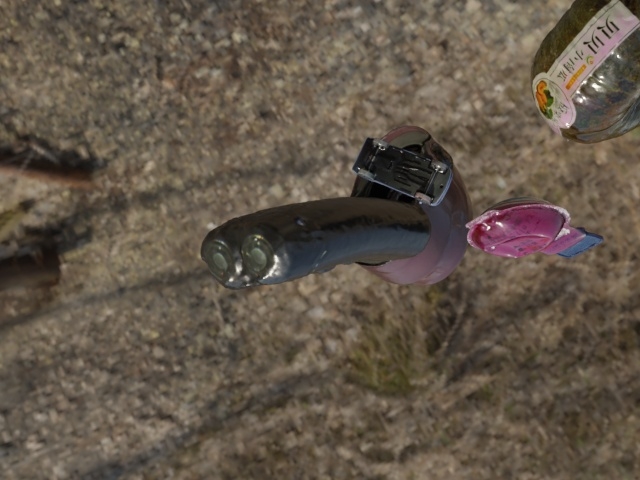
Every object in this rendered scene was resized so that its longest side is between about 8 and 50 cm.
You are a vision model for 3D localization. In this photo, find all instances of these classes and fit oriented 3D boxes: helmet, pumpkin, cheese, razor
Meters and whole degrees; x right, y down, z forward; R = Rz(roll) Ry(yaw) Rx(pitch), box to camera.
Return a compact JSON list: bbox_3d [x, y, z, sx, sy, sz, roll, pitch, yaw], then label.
[{"bbox_3d":[0.190,-0.051,2.104,0.197,0.338,0.271,34,126,-25],"label":"helmet"},{"bbox_3d":[0.417,-0.240,1.423,0.260,0.189,0.260,-36,162,-13],"label":"pumpkin"},{"bbox_3d":[0.317,-0.013,1.564,0.244,0.062,0.155,12,149,-35],"label":"cheese"},{"bbox_3d":[0.000,-0.004,1.495,0.189,0.107,0.327,-7,-179,44],"label":"razor"}]

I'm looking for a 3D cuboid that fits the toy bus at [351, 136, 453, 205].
[{"bbox_3d":[0.143,-0.113,1.777,0.073,0.167,0.076,-63,157,-3],"label":"toy bus"}]
